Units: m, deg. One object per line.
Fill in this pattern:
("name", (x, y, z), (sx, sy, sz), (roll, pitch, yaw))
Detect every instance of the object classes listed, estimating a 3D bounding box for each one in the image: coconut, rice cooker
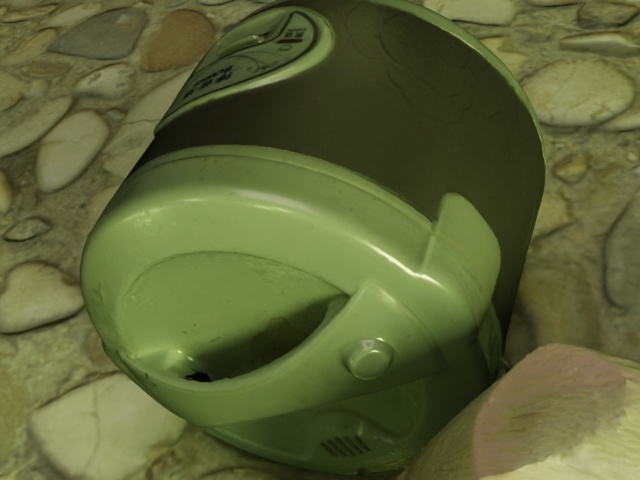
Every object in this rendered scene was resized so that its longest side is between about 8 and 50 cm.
("coconut", (0.139, 0.167, 0.468), (0.230, 0.227, 0.227), (16, 51, 31))
("rice cooker", (-0.002, 0.001, 0.661), (0.288, 0.288, 0.277), (5, 46, 23))
